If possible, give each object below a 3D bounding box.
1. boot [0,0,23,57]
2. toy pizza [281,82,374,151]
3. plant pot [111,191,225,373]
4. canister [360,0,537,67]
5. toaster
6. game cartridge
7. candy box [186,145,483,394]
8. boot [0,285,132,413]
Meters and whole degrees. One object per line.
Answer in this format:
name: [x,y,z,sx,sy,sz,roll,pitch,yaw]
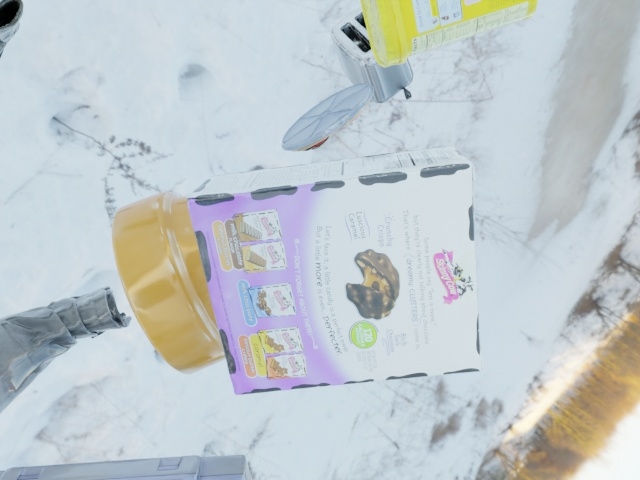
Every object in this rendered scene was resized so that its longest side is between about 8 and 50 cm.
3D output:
boot: [-0.811,-0.514,1.307,0.076,0.208,0.189,31,85,-39]
toy pizza: [0.016,-0.223,0.973,0.201,0.201,0.032,-44,117,-17]
plant pot: [-0.098,0.021,0.598,0.188,0.205,0.205,-22,145,0]
canister: [0.131,-0.269,0.549,0.170,0.073,0.126,-18,115,-1]
toaster: [0.118,-0.423,1.193,0.129,0.227,0.146,-35,149,4]
game cartridge: [-0.261,0.371,0.693,0.355,0.068,0.230,-4,134,0]
candy box: [0.017,0.024,0.404,0.070,0.196,0.164,-82,165,-69]
boot: [-0.383,0.137,0.723,0.223,0.338,0.118,-21,107,-17]
